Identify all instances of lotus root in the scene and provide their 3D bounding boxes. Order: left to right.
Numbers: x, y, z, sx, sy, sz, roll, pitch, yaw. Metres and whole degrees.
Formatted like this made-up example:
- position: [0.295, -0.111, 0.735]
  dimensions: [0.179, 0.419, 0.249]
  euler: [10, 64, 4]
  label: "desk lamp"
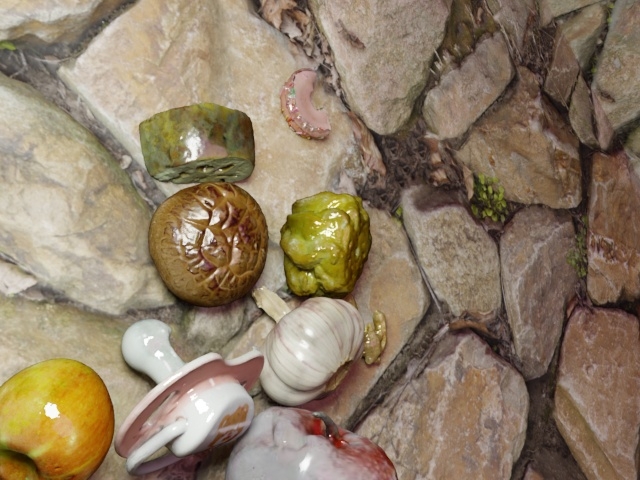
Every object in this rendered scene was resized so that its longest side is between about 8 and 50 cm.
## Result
- position: [-0.224, -0.187, 1.461]
  dimensions: [0.235, 0.138, 0.119]
  euler: [-2, 70, -37]
  label: "lotus root"

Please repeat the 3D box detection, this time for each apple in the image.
- position: [-0.404, 0.275, 1.126]
  dimensions: [0.196, 0.196, 0.196]
  euler: [13, 71, -40]
  label: "apple"

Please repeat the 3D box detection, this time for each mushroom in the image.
- position: [-0.203, 0.006, 1.411]
  dimensions: [0.253, 0.153, 0.253]
  euler: [1, 89, -44]
  label: "mushroom"

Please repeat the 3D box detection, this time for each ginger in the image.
- position: [0.091, 0.197, 1.691]
  dimensions: [0.193, 0.052, 0.176]
  euler: [-9, 80, -44]
  label: "ginger"

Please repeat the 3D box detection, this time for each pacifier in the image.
- position: [-0.227, 0.258, 1.269]
  dimensions: [0.332, 0.220, 0.273]
  euler: [14, 66, -66]
  label: "pacifier"

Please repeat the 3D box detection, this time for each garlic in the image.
- position: [-0.049, 0.188, 1.489]
  dimensions: [0.253, 0.245, 0.245]
  euler: [43, 45, 16]
  label: "garlic"

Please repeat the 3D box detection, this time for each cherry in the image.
- position: [-0.035, 0.462, 1.346]
  dimensions: [0.326, 0.335, 0.291]
  euler: [49, 6, 12]
  label: "cherry"

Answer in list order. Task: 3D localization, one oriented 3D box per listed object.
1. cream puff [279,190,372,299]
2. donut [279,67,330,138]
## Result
- position: [0.013, 0.007, 1.570]
  dimensions: [0.244, 0.196, 0.244]
  euler: [-8, 90, -88]
  label: "cream puff"
- position: [-0.045, -0.304, 1.689]
  dimensions: [0.117, 0.065, 0.166]
  euler: [-13, 87, -45]
  label: "donut"
